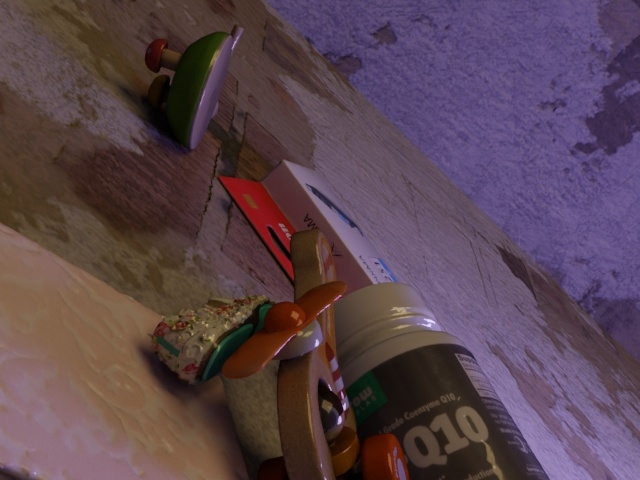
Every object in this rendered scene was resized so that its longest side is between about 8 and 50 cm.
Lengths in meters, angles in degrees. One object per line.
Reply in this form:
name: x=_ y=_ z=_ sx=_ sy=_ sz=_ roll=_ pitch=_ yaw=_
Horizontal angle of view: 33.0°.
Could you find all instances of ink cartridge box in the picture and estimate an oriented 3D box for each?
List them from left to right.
ink cartridge box: x=0.000 y=0.000 z=1.719 sx=0.296 sy=0.066 sz=0.261 roll=54 pitch=18 yaw=19

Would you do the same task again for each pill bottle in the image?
pill bottle: x=0.125 y=0.237 z=1.280 sx=0.204 sy=0.204 sz=0.361 roll=26 pitch=27 yaw=-50

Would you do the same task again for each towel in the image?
towel: x=-0.196 y=0.142 z=0.974 sx=0.332 sy=0.053 sz=0.317 roll=38 pitch=19 yaw=-38

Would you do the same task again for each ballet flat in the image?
ballet flat: x=-0.103 y=0.090 z=1.117 sx=0.077 sy=0.091 sz=0.241 roll=27 pitch=7 yaw=13

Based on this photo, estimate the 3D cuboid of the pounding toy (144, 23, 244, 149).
pounding toy: x=-0.210 y=-0.249 z=1.651 sx=0.110 sy=0.183 sz=0.237 roll=20 pitch=20 yaw=-1

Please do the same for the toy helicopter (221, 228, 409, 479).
toy helicopter: x=-0.014 y=0.113 z=1.111 sx=0.355 sy=0.140 sz=0.235 roll=-92 pitch=162 yaw=-45
